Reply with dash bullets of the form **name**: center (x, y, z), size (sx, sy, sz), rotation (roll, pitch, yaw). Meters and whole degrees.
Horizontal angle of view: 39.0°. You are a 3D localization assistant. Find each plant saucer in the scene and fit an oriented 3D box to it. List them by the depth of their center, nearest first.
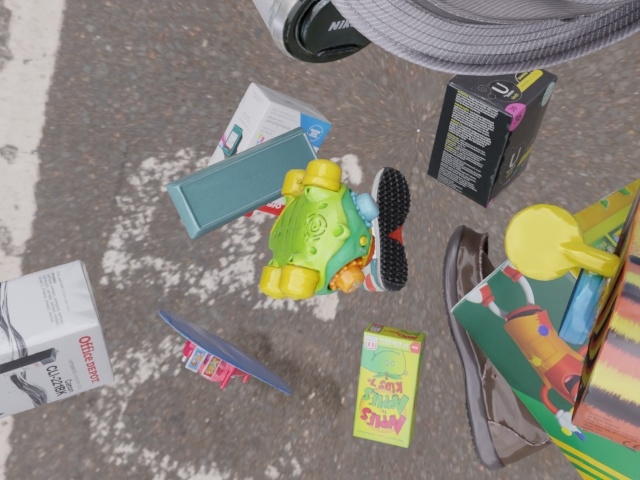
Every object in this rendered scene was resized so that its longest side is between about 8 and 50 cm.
- **plant saucer**: center (-0.077, -0.069, 1.011), size (0.192, 0.018, 0.067), rotation (-28, 95, -33)

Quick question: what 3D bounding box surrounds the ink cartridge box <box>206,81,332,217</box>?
- **ink cartridge box**: center (-0.100, -0.127, 1.481), size (0.134, 0.078, 0.231), rotation (14, 115, -39)

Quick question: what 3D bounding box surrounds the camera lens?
- **camera lens**: center (-0.015, -0.434, 1.413), size (0.219, 0.219, 0.274), rotation (-31, 65, 9)

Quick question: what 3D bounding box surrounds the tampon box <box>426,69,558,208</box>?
- **tampon box**: center (0.225, -0.151, 1.201), size (0.101, 0.120, 0.161), rotation (32, 142, 21)

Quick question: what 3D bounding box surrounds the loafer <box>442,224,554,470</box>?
- **loafer**: center (0.272, 0.151, 1.350), size (0.130, 0.134, 0.366), rotation (-12, 88, 17)

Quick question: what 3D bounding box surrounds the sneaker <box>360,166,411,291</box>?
- **sneaker**: center (0.070, -0.012, 1.145), size (0.057, 0.075, 0.161), rotation (8, 78, -36)

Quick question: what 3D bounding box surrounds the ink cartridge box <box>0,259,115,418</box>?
- **ink cartridge box**: center (-0.438, 0.154, 1.262), size (0.272, 0.197, 0.114), rotation (-18, 61, -16)

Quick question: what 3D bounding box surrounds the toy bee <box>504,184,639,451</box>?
- **toy bee**: center (0.227, 0.009, 0.641), size (0.195, 0.298, 0.162), rotation (11, 112, -6)

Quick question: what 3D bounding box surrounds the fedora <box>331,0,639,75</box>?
- **fedora**: center (0.124, -0.196, 0.469), size (0.275, 0.124, 0.244), rotation (-13, 116, -1)

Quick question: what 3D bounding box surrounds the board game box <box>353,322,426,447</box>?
- **board game box**: center (0.109, 0.230, 1.431), size (0.092, 0.043, 0.181), rotation (9, 107, 15)

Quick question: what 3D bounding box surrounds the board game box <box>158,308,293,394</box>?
- **board game box**: center (-0.109, 0.130, 0.964), size (0.168, 0.133, 0.033), rotation (34, 88, -31)

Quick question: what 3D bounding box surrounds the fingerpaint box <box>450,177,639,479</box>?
- **fingerpaint box**: center (0.420, 0.128, 1.105), size (0.371, 0.444, 0.163), rotation (52, 128, 12)

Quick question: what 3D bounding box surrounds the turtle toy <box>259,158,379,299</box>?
- **turtle toy**: center (0.000, 0.000, 0.632), size (0.066, 0.130, 0.095), rotation (16, 82, -17)
